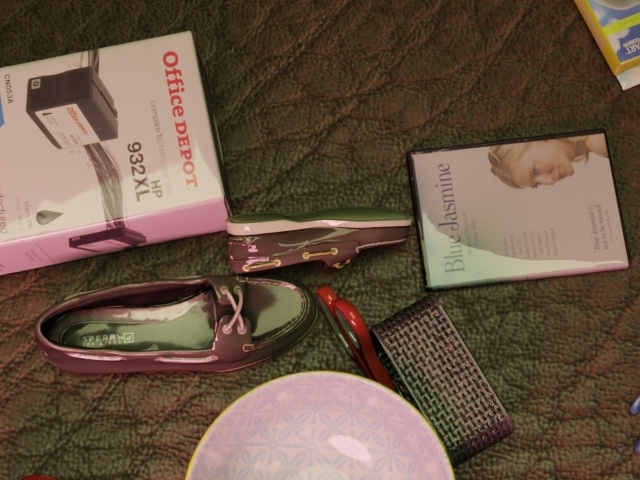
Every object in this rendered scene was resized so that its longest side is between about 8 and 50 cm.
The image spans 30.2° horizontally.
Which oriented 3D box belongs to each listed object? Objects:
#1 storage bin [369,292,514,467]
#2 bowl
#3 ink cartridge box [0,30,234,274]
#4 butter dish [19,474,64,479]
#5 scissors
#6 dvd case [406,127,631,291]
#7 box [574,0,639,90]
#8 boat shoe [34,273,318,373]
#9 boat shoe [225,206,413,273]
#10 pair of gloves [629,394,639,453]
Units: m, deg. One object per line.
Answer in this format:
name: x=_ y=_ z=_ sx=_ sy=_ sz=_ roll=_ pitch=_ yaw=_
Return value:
storage bin: x=0.136 y=0.164 z=1.358 sx=0.084 sy=0.122 sz=0.180 roll=-30 pitch=76 yaw=-6
bowl: x=0.001 y=0.295 z=1.309 sx=0.290 sy=0.156 sz=0.289 roll=0 pitch=76 yaw=1
ink cartridge box: x=-0.277 y=-0.104 z=1.435 sx=0.308 sy=0.129 sz=0.223 roll=-12 pitch=75 yaw=-2
butter dish: x=-0.295 y=0.325 z=1.334 sx=0.160 sy=0.118 sz=0.160 roll=17 pitch=117 yaw=5
scissors: x=0.081 y=0.181 z=1.398 sx=0.021 sy=0.109 sz=0.297 roll=-33 pitch=101 yaw=-15
dvd case: x=0.241 y=-0.039 z=1.462 sx=0.253 sy=0.022 sz=0.180 roll=-7 pitch=75 yaw=0
box: x=0.396 y=-0.293 z=1.517 sx=0.109 sy=0.042 sz=0.178 roll=-23 pitch=75 yaw=-4
boat shoe: x=-0.169 y=0.099 z=1.396 sx=0.335 sy=0.095 sz=0.112 roll=-7 pitch=75 yaw=-1
boat shoe: x=0.000 y=0.000 z=1.430 sx=0.228 sy=0.081 sz=0.068 roll=-3 pitch=103 yaw=-11
pair of gloves: x=0.465 y=0.217 z=1.389 sx=0.198 sy=0.023 sz=0.159 roll=27 pitch=77 yaw=7
